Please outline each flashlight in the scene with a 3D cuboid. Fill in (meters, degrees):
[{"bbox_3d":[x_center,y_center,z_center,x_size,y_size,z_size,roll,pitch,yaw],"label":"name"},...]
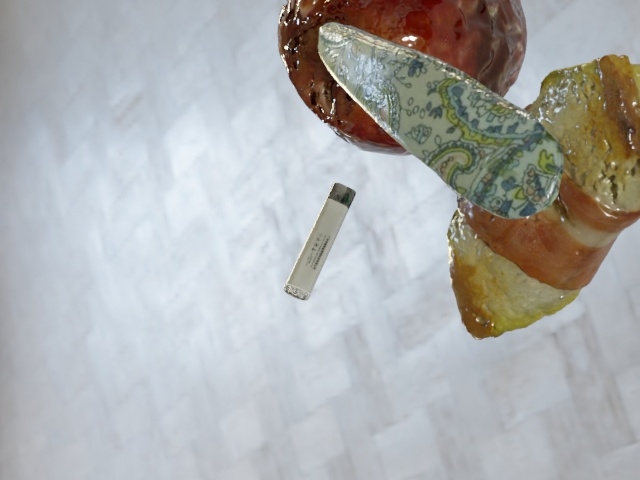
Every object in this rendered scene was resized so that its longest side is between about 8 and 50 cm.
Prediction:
[{"bbox_3d":[0.000,0.000,1.007,0.018,0.018,0.083,119,176,-65],"label":"flashlight"}]

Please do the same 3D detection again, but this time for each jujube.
[{"bbox_3d":[0.071,-0.164,1.220,0.183,0.243,0.183,12,115,28],"label":"jujube"}]

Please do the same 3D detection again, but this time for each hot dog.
[{"bbox_3d":[0.176,-0.035,1.125,0.123,0.093,0.261,42,128,7],"label":"hot dog"}]

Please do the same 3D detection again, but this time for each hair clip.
[{"bbox_3d":[0.064,-0.087,0.966,0.229,0.036,0.066,40,109,38],"label":"hair clip"}]
